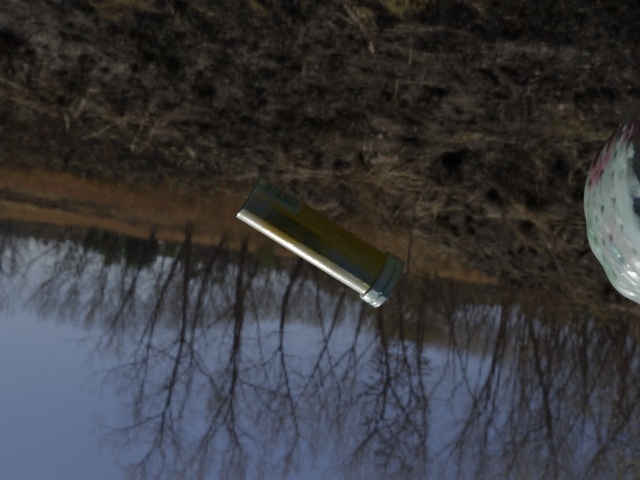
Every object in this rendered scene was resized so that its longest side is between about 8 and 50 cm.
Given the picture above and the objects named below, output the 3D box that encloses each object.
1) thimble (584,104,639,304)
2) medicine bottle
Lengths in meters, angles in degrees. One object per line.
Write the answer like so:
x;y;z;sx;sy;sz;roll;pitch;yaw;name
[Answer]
0.335;-0.040;0.645;0.185;0.211;0.149;-21;169;-3;thimble
0.000;0.000;0.945;0.218;0.074;0.074;32;177;-7;medicine bottle
